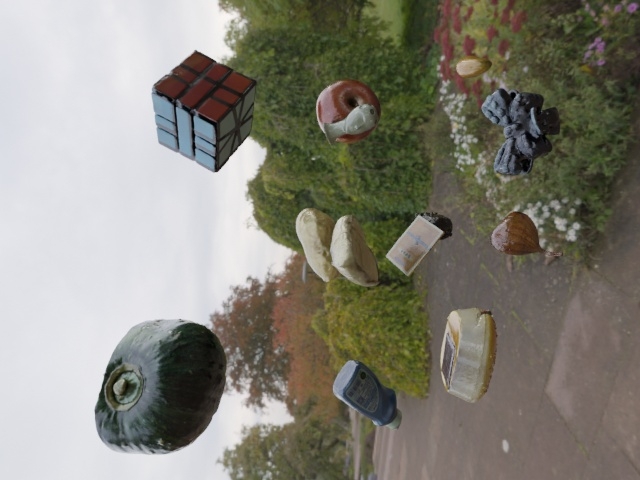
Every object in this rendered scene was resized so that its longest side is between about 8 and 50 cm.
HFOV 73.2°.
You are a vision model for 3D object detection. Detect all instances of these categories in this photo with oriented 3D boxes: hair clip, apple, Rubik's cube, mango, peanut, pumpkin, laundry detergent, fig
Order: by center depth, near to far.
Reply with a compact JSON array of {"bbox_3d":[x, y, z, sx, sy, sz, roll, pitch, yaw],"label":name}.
[{"bbox_3d":[-0.314,0.321,0.963,0.263,0.196,0.293,58,-148,-56],"label":"pumpkin"},{"bbox_3d":[0.629,0.001,1.308,0.146,0.201,0.134,-47,-25,-29],"label":"fig"},{"bbox_3d":[0.084,-0.399,1.346,0.162,0.201,0.202,129,145,-73],"label":"apple"},{"bbox_3d":[0.694,-0.386,1.496,0.206,0.194,0.311,-12,91,49],"label":"hair clip"},{"bbox_3d":[0.180,0.552,1.503,0.143,0.290,0.094,-54,19,-26],"label":"laundry detergent"},{"bbox_3d":[0.000,0.000,1.515,0.148,0.147,0.319,93,162,-47],"label":"peanut"},{"bbox_3d":[-0.437,-0.484,1.634,0.294,0.283,0.289,-57,-5,-34],"label":"Rubik's cube"},{"bbox_3d":[0.612,-0.695,1.728,0.184,0.102,0.085,-117,21,-63],"label":"mango"}]

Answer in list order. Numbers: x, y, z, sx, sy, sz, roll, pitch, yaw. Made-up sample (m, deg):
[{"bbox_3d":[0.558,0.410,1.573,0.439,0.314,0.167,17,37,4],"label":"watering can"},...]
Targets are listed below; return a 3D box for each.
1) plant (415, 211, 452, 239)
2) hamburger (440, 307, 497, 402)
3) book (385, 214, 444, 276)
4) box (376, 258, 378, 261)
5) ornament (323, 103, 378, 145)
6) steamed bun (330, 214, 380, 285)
[{"bbox_3d":[0.510,-0.063,1.993,0.203,0.131,0.143,29,123,60],"label":"plant"},{"bbox_3d":[0.463,0.349,1.323,0.227,0.151,0.296,-72,-11,-62],"label":"hamburger"},{"bbox_3d":[0.410,0.020,1.886,0.242,0.018,0.170,-53,41,7],"label":"book"},{"bbox_3d":[0.115,0.086,1.631,0.041,0.206,0.050,98,-179,-52],"label":"box"},{"bbox_3d":[0.090,-0.332,1.231,0.075,0.156,0.081,56,-154,-35],"label":"ornament"},{"bbox_3d":[0.087,0.035,1.306,0.231,0.110,0.213,42,-147,-53],"label":"steamed bun"}]
